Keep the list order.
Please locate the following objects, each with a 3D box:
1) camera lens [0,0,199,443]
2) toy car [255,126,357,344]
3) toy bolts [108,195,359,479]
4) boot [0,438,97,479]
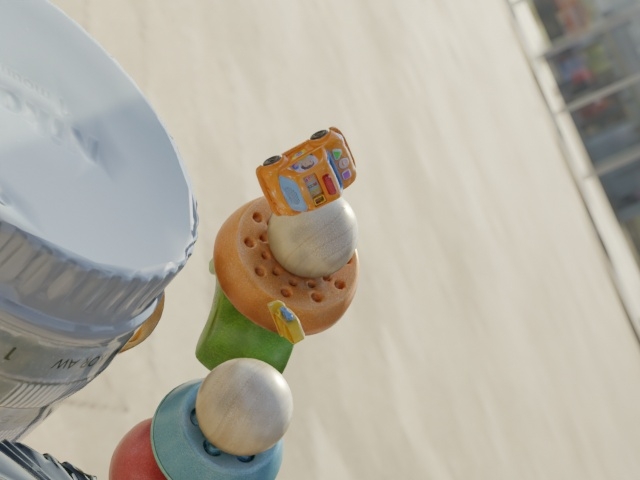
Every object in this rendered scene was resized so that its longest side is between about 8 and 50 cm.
[{"bbox_3d":[-0.222,0.021,0.927,0.219,0.274,0.219,38,26,-23],"label":"camera lens"},{"bbox_3d":[0.000,0.000,1.076,0.040,0.060,0.122,-141,-138,-62],"label":"toy car"},{"bbox_3d":[-0.081,0.059,1.223,0.158,0.218,0.228,128,-29,-53],"label":"toy bolts"},{"bbox_3d":[-0.063,0.100,0.405,0.121,0.099,0.045,28,13,-39],"label":"boot"}]
